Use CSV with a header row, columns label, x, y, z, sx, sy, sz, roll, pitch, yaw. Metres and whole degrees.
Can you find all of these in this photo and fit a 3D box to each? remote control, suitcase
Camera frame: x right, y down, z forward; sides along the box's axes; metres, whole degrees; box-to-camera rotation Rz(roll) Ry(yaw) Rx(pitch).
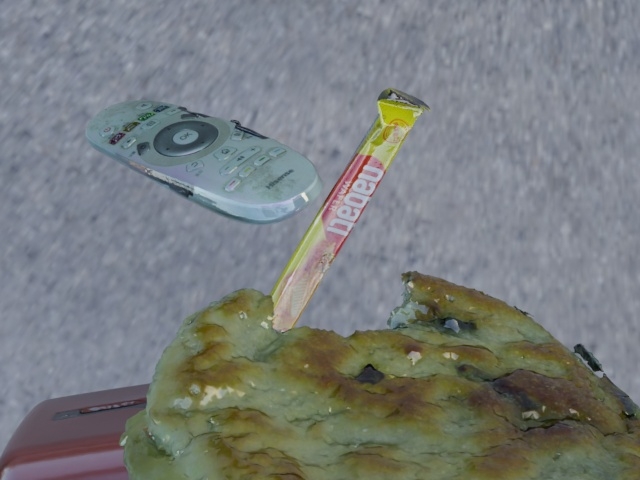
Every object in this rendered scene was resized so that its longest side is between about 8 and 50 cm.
label,x,y,z,sx,sy,sz,roll,pitch,yaw
remote control,-0.102,-0.069,1.410,0.256,0.097,0.045,27,138,36
suitcase,-0.131,0.219,1.456,0.297,0.236,0.161,-7,100,0

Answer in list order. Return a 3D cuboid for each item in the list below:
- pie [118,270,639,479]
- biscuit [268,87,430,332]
label,x,y,z,sx,sy,sz,roll,pitch,yaw
pie,0.046,0.107,0.832,0.303,0.302,0.066,9,116,4
biscuit,0.000,0.000,1.308,0.048,0.026,0.292,13,121,-31
